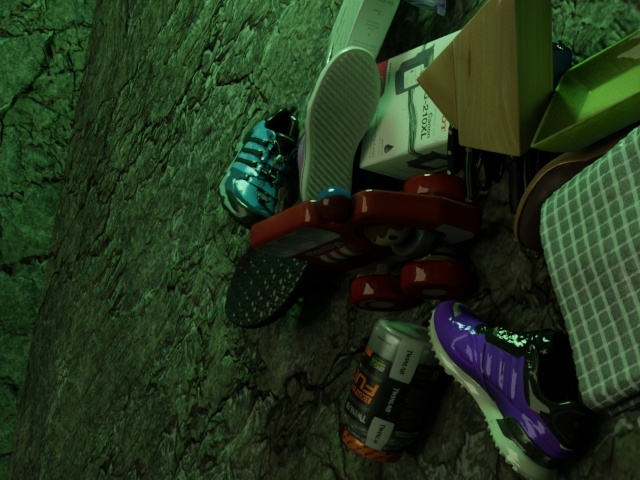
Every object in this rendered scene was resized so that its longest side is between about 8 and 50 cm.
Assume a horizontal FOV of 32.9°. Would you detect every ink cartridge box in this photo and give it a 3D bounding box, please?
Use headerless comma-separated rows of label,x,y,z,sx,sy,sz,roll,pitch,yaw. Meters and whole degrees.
ink cartridge box,0.070,-0.370,1.808,0.275,0.060,0.239,-83,13,-53
ink cartridge box,0.171,-0.198,1.630,0.237,0.100,0.172,-12,69,56

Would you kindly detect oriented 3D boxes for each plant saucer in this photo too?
plant saucer,0.359,-0.183,1.299,0.188,0.045,0.188,-28,21,41

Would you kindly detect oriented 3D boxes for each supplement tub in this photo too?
supplement tub,0.105,0.216,1.570,0.117,0.117,0.190,35,108,57

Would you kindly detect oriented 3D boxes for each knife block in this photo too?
knife block,0.252,-0.166,1.389,0.242,0.088,0.276,51,140,5

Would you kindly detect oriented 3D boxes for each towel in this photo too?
towel,0.346,0.025,1.109,0.235,0.121,0.284,-43,43,47

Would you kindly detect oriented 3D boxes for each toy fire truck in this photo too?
toy fire truck,0.070,-0.009,1.574,0.302,0.254,0.169,-20,62,54

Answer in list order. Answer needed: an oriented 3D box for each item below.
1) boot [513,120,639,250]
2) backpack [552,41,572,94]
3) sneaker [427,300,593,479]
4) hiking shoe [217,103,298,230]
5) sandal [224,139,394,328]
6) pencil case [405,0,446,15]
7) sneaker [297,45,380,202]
boot,0.345,-0.027,1.296,0.248,0.090,0.207,-51,37,29
backpack,0.280,-0.223,1.467,0.120,0.098,0.101,7,106,41
sneaker,0.253,0.155,1.385,0.146,0.102,0.293,-56,42,24
hiking shoe,-0.107,-0.139,1.988,0.132,0.113,0.304,-46,25,31
sandal,0.002,0.000,1.848,0.446,0.107,0.167,-47,40,20
pencil case,0.191,-0.465,1.718,0.088,0.086,0.206,23,101,30
sneaker,0.013,-0.190,1.715,0.161,0.102,0.282,-103,26,-60
